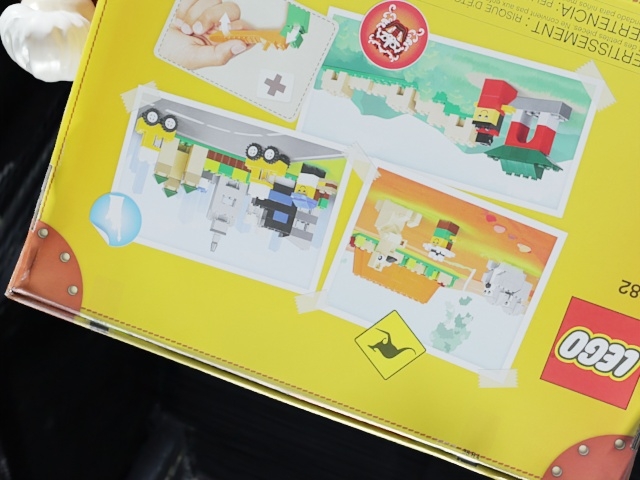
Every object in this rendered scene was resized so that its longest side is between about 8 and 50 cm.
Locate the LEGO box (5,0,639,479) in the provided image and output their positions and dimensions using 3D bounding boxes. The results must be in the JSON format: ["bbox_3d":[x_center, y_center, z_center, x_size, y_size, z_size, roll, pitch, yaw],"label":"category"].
[{"bbox_3d":[0.055,-0.053,0.762,0.193,0.501,0.372,-42,-28,-81],"label":"LEGO box"}]

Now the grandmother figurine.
[{"bbox_3d":[-0.224,-0.279,0.913,0.104,0.208,0.342,67,-154,-43],"label":"grandmother figurine"}]
